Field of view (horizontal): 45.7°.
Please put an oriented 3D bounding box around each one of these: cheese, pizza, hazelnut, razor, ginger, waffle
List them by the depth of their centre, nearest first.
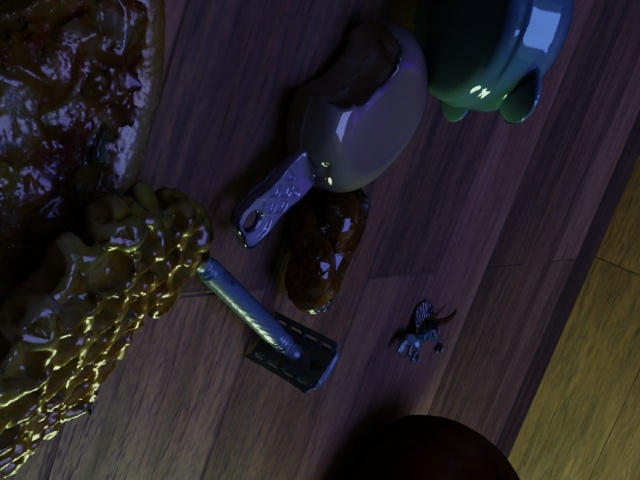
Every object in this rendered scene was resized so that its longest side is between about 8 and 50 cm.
[{"bbox_3d":[-0.184,-0.078,0.504,0.197,0.058,0.292,14,101,-61],"label":"pizza"},{"bbox_3d":[-0.178,0.069,0.578,0.253,0.056,0.249,-56,172,8],"label":"waffle"},{"bbox_3d":[0.009,-0.101,0.780,0.286,0.082,0.163,-47,146,-26],"label":"cheese"},{"bbox_3d":[-0.077,0.073,0.794,0.068,0.106,0.232,-56,139,-16],"label":"razor"},{"bbox_3d":[0.000,0.000,0.859,0.103,0.073,0.162,52,60,-73],"label":"ginger"},{"bbox_3d":[0.168,0.499,1.281,0.409,0.359,0.359,-62,152,-22],"label":"hazelnut"}]

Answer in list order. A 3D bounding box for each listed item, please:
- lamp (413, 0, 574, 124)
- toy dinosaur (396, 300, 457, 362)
[{"bbox_3d":[0.180,-0.272,0.814,0.147,0.209,0.284,-17,104,-21],"label":"lamp"},{"bbox_3d":[0.183,0.147,1.309,0.187,0.044,0.106,-45,130,-29],"label":"toy dinosaur"}]
